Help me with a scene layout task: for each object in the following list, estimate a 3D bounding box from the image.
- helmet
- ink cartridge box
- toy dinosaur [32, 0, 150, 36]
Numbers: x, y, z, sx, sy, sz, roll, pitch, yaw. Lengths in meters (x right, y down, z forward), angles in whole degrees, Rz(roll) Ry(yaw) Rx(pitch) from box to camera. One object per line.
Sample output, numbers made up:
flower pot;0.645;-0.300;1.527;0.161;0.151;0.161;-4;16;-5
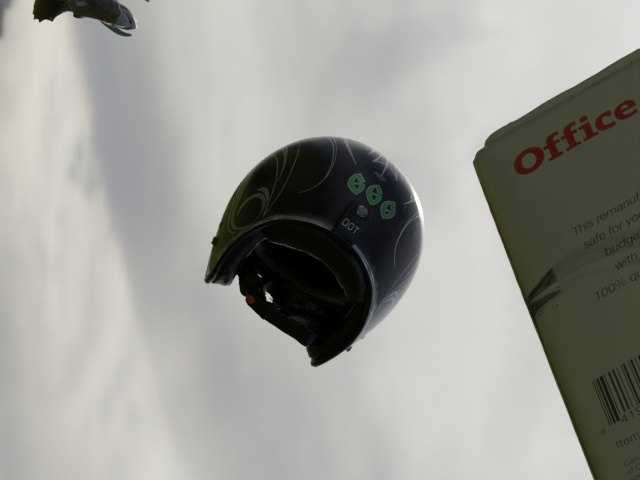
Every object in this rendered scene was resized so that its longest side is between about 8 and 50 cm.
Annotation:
helmet;0.000;0.000;1.498;0.161;0.169;0.169;-62;168;-57
ink cartridge box;0.228;0.030;1.043;0.207;0.117;0.283;-30;-130;16
toy dinosaur;-0.279;-0.311;1.747;0.160;0.121;0.313;-51;118;-77
